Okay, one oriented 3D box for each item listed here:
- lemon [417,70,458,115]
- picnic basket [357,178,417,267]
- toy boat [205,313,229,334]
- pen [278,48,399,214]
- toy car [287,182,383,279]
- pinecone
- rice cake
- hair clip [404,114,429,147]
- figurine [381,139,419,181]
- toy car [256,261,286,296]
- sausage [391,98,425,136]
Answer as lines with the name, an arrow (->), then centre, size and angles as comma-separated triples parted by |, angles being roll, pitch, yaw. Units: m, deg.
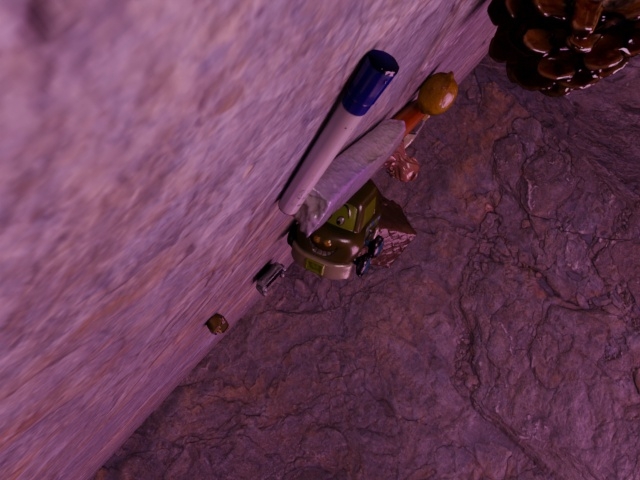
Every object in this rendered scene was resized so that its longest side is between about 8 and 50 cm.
lemon -> 0.270, -0.339, 1.039 | 0.110, 0.082, 0.082 | -53, 176, 37
picnic basket -> 0.171, -0.068, 1.739 | 0.292, 0.320, 0.254 | 9, 126, -34
toy boat -> -0.263, 0.219, 1.175 | 0.047, 0.049, 0.149 | -47, 179, -9
pen -> 0.007, -0.104, 0.515 | 0.033, 0.033, 0.269 | -47, 178, -35
toy car -> 0.048, -0.051, 1.039 | 0.248, 0.204, 0.198 | -48, 157, -49
pinecone -> 0.408, -0.380, 0.708 | 0.298, 0.242, 0.296 | -54, -179, 3
rice cake -> 0.062, -0.133, 0.804 | 0.399, 0.064, 0.070 | -46, 169, -48
hair clip -> 0.292, -0.367, 1.483 | 0.159, 0.071, 0.218 | -50, -177, 2
figurine -> 0.210, -0.230, 1.297 | 0.126, 0.157, 0.114 | -42, 160, 30
toy car -> -0.154, 0.111, 1.356 | 0.095, 0.056, 0.205 | -47, 175, -14
sausage -> 0.169, -0.249, 1.045 | 0.348, 0.053, 0.053 | -46, 178, -39
